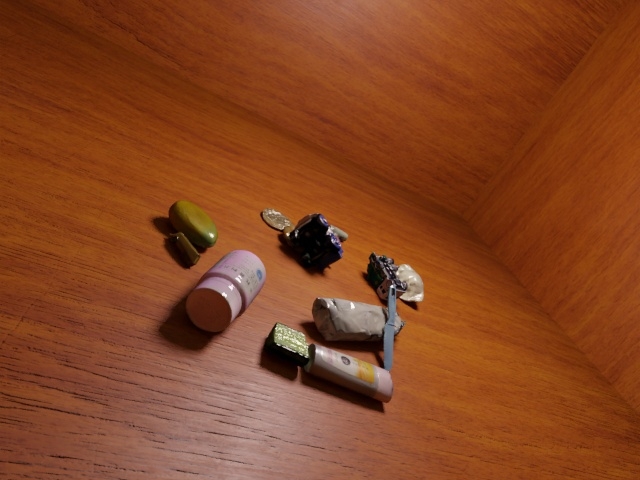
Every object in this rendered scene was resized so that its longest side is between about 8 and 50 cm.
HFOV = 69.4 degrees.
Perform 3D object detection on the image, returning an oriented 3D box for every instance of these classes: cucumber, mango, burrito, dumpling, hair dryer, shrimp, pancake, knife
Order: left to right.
[{"bbox_3d":[-0.413,-0.051,1.511,0.195,0.092,0.130,46,24,19],"label":"mango"},{"bbox_3d":[-0.183,-0.086,1.958,0.151,0.025,0.152,28,23,-13],"label":"pancake"},{"bbox_3d":[-0.091,0.292,1.275,0.115,0.062,0.116,29,16,-12],"label":"cucumber"},{"bbox_3d":[-0.029,0.019,1.913,0.294,0.062,0.154,16,40,-29],"label":"shrimp"},{"bbox_3d":[0.080,0.003,2.107,0.106,0.054,0.154,26,33,-25],"label":"hair dryer"},{"bbox_3d":[0.157,0.278,1.561,0.445,0.101,0.139,15,50,-39],"label":"burrito"},{"bbox_3d":[0.231,0.289,1.541,0.044,0.019,0.313,21,59,-24],"label":"knife"},{"bbox_3d":[0.371,0.193,2.023,0.154,0.112,0.181,-4,23,-5],"label":"dumpling"}]

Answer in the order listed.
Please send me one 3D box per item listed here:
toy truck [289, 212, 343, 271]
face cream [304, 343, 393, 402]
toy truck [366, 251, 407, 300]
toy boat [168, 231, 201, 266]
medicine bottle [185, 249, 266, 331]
[{"bbox_3d":[0.000,0.000,1.813,0.213,0.161,0.177,61,24,7],"label":"toy truck"},{"bbox_3d":[0.083,0.376,1.316,0.269,0.073,0.107,26,32,-18],"label":"face cream"},{"bbox_3d":[0.266,0.158,1.939,0.110,0.116,0.216,12,37,-37],"label":"toy truck"},{"bbox_3d":[-0.419,0.022,1.413,0.149,0.049,0.047,44,-5,30],"label":"toy boat"},{"bbox_3d":[-0.254,0.134,1.269,0.151,0.152,0.254,32,22,-1],"label":"medicine bottle"}]
